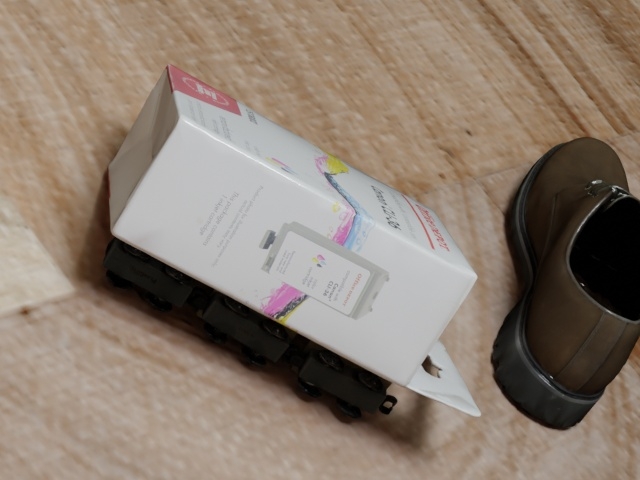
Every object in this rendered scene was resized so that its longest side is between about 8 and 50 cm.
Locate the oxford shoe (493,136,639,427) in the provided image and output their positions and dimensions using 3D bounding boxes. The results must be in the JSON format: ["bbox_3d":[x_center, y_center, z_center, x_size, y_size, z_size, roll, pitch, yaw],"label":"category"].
[{"bbox_3d":[0.159,0.002,1.073,0.083,0.096,0.227,28,34,-12],"label":"oxford shoe"}]

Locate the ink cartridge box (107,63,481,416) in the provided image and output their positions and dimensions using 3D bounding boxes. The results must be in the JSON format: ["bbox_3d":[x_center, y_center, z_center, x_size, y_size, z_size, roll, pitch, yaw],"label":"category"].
[{"bbox_3d":[0.000,0.000,0.918,0.198,0.067,0.115,29,12,-15],"label":"ink cartridge box"}]

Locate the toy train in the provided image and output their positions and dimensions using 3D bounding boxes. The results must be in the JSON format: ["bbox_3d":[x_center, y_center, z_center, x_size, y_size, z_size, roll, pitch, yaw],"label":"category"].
[{"bbox_3d":[-0.032,0.039,0.915,0.158,0.027,0.036,30,23,-12],"label":"toy train"}]
